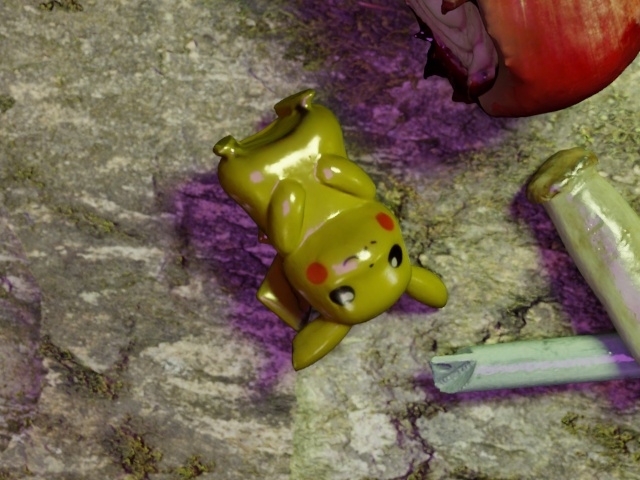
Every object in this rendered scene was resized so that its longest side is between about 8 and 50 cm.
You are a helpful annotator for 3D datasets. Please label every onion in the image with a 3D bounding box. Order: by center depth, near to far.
[{"bbox_3d":[0.214,-0.316,1.044,0.341,0.341,0.341,2,101,9],"label":"onion"}]

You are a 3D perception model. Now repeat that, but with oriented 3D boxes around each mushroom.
[{"bbox_3d":[0.358,0.030,1.188,0.100,0.081,0.312,-33,82,6],"label":"mushroom"}]

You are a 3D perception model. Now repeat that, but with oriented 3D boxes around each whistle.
[{"bbox_3d":[0.294,0.152,1.250,0.312,0.062,0.062,-6,100,9],"label":"whistle"}]

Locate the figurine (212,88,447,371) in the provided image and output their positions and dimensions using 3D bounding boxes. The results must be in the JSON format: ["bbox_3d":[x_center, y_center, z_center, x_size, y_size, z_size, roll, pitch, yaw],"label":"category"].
[{"bbox_3d":[-0.004,-0.006,1.211,0.218,0.169,0.326,-33,88,-10],"label":"figurine"}]
